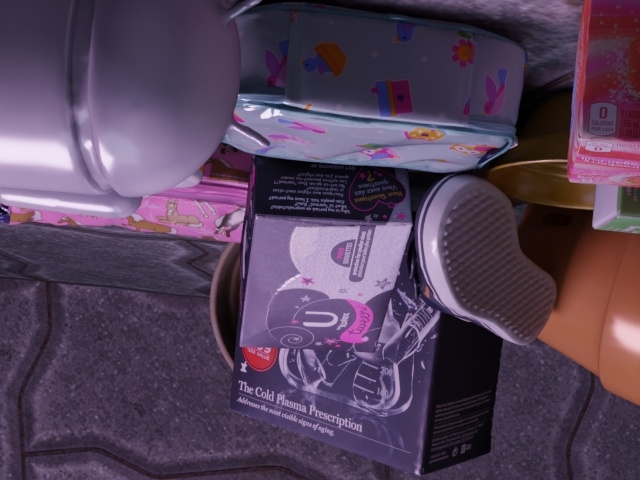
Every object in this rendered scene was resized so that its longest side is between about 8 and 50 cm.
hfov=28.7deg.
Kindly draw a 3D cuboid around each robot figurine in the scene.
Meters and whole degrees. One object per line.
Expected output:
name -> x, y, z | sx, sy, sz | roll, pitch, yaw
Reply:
robot figurine -> -0.213, -0.137, 0.955 | 0.353, 0.200, 0.300 | 4, 136, 9

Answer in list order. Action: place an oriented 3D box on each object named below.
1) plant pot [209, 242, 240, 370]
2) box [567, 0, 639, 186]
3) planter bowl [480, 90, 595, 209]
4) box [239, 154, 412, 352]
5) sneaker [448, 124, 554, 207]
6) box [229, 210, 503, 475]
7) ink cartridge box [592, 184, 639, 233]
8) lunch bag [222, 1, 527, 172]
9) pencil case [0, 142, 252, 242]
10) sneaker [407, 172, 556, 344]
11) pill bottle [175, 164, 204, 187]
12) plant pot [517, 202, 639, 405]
plant pot -> 0.021, 0.092, 2.020 | 0.323, 0.323, 0.280 | 3, -174, 18
box -> 0.343, -0.114, 0.935 | 0.300, 0.142, 0.154 | 5, 171, 10
planter bowl -> 0.273, -0.095, 1.254 | 0.217, 0.090, 0.217 | 7, 171, 1
box -> 0.000, 0.000, 1.332 | 0.163, 0.142, 0.247 | 3, 144, -6
sneaker -> 0.210, -0.061, 1.454 | 0.115, 0.105, 0.281 | 6, 170, -1
box -> 0.065, 0.114, 1.713 | 0.343, 0.312, 0.179 | 12, -171, 38
ink cartridge box -> 0.359, -0.080, 1.081 | 0.219, 0.160, 0.092 | 7, 172, -1
lunch bag -> 0.044, -0.127, 1.146 | 0.279, 0.108, 0.224 | 7, 171, -6
pencil case -> -0.187, -0.073, 1.489 | 0.386, 0.167, 0.160 | 7, 139, -12
sneaker -> 0.146, 0.016, 1.339 | 0.127, 0.126, 0.321 | 27, 168, 34
pill bottle -> -0.139, -0.128, 1.116 | 0.086, 0.152, 0.086 | 6, 171, 1
plant pot -> 0.357, 0.036, 1.520 | 0.203, 0.291, 0.291 | 19, 178, 28
